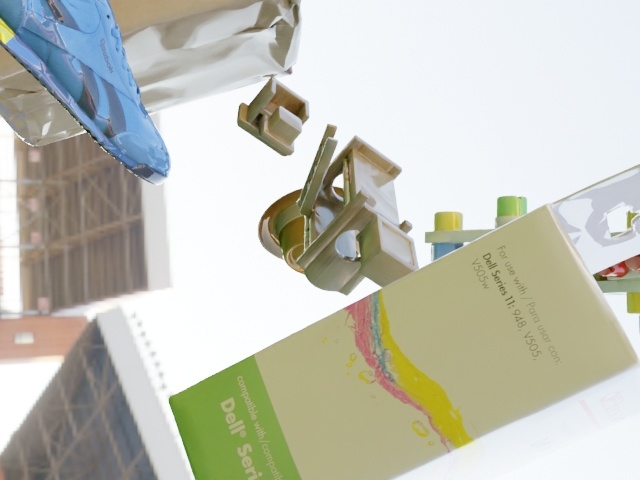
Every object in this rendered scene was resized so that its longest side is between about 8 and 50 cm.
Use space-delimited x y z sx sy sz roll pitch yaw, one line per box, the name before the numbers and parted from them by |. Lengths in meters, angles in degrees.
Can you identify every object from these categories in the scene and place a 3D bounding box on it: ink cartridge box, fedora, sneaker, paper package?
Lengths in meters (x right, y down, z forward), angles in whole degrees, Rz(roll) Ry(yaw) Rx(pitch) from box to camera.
ink cartridge box | 0.104 0.097 0.695 0.353 0.207 0.119 -28 -113 10
fedora | 0.000 0.000 1.551 0.194 0.194 0.079 123 -28 -42
sneaker | -0.157 -0.126 0.695 0.082 0.209 0.069 -44 -147 -6
paper package | -0.213 -0.294 1.007 0.168 0.309 0.325 93 -22 -71

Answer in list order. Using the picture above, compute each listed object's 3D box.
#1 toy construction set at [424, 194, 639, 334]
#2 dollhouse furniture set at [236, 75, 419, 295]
toy construction set | 0.263 0.026 0.892 0.327 0.215 0.151 20 -78 61
dollhouse furniture set | -0.015 -0.028 0.865 0.101 0.161 0.182 -48 -159 24
